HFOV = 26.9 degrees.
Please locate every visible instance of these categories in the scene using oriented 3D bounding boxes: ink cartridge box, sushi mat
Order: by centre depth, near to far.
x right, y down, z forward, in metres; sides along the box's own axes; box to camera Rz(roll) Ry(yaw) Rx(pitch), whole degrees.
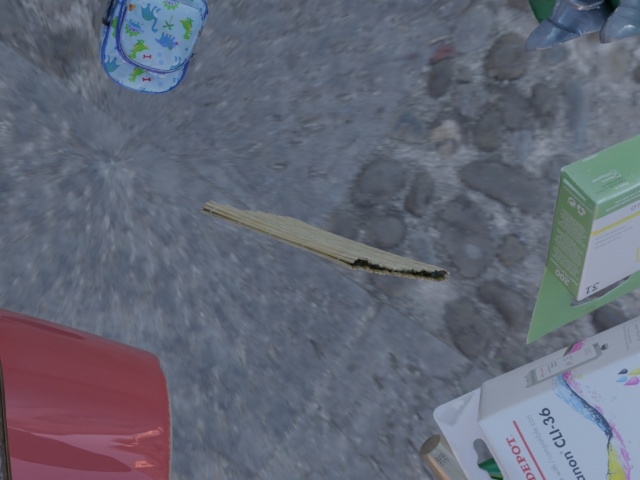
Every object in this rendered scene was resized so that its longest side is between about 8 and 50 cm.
[{"bbox_3d":[0.185,0.134,0.912,0.198,0.067,0.115,-26,102,16],"label":"ink cartridge box"},{"bbox_3d":[0.273,0.003,1.165,0.171,0.056,0.235,-24,141,-20],"label":"ink cartridge box"},{"bbox_3d":[0.000,0.000,1.631,0.151,0.317,0.019,10,96,-40],"label":"sushi mat"}]

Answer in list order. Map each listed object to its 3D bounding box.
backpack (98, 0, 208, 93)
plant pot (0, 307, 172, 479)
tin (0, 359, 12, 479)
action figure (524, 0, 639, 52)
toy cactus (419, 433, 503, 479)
[{"bbox_3d":[-0.179,-0.212,1.404,0.105,0.084,0.114,16,100,-19],"label":"backpack"},{"bbox_3d":[-0.242,0.162,0.922,0.243,0.275,0.274,8,92,-18],"label":"plant pot"},{"bbox_3d":[-0.187,0.098,0.565,0.106,0.040,0.189,-14,59,-1],"label":"tin"},{"bbox_3d":[0.070,-0.183,0.464,0.064,0.137,0.232,-24,101,-22],"label":"action figure"},{"bbox_3d":[0.188,0.311,1.613,0.219,0.112,0.180,-39,107,17],"label":"toy cactus"}]
